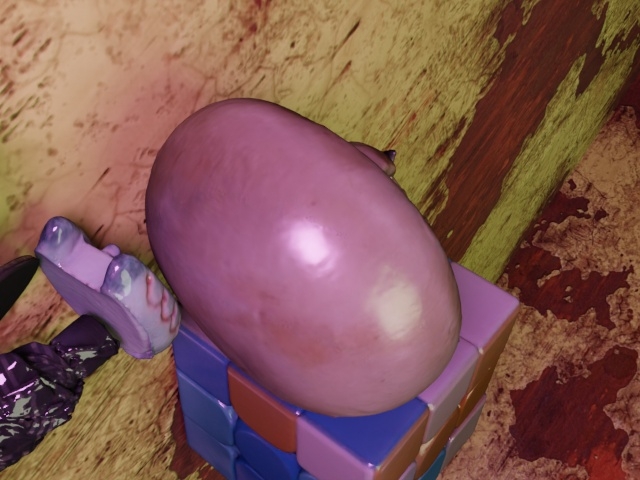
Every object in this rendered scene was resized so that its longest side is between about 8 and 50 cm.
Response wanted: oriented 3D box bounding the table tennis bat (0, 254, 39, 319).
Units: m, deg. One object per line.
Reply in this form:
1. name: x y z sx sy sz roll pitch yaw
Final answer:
1. table tennis bat: -0.293 0.078 0.593 0.138 0.022 0.246 -50 -174 9

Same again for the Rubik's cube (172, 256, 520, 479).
1. Rubik's cube: 0.029 0.199 1.087 0.347 0.347 0.344 -40 149 -36

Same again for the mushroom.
1. mushroom: 0.000 0.000 0.774 0.294 0.362 0.362 -42 152 -17

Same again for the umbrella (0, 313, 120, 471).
1. umbrella: -0.313 0.175 0.639 0.337 0.154 0.128 -40 109 -24

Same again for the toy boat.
1. toy boat: -0.196 0.044 0.739 0.079 0.134 0.207 -58 162 -25
